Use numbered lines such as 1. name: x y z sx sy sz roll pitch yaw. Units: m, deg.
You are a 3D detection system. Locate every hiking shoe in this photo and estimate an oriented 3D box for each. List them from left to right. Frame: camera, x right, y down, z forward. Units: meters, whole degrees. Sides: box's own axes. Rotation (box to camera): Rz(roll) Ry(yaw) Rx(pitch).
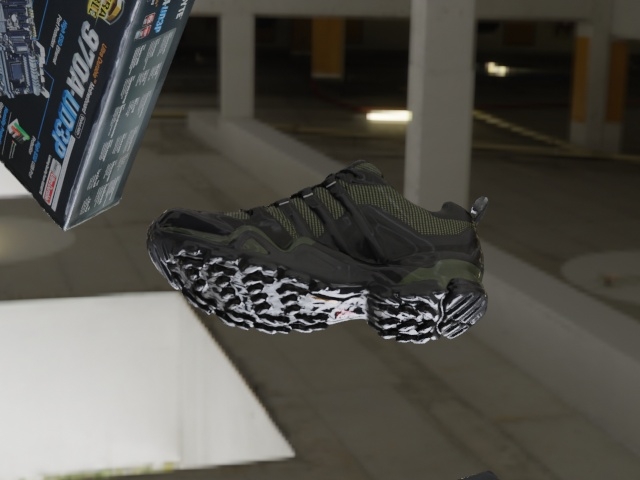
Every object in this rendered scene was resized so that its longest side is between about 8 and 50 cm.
1. hiking shoe: 0.000 0.000 0.786 0.227 0.086 0.114 10 -128 0

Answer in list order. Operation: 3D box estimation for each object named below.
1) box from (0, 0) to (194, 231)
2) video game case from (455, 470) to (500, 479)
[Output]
1. box: -0.164 -0.136 0.670 0.175 0.220 0.051 45 -130 13
2. video game case: -0.024 0.241 0.680 0.274 0.196 0.026 -7 -143 -37
